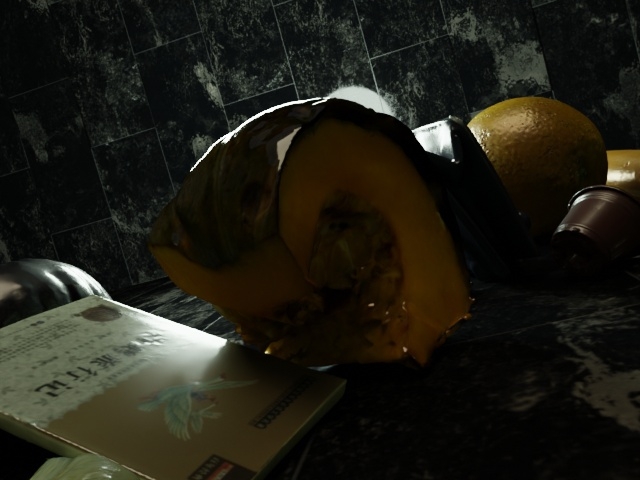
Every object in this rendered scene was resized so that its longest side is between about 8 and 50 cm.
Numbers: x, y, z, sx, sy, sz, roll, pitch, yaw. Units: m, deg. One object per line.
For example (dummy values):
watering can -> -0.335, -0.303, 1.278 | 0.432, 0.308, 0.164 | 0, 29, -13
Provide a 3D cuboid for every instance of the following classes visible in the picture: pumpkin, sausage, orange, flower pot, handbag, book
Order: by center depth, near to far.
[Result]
book -> -0.159, 0.121, 0.535 | 0.311, 0.021, 0.217 | 14, 16, 22
pumpkin -> 0.000, 0.000, 0.646 | 0.226, 0.303, 0.256 | -14, 38, 36
pumpkin -> -0.391, 0.106, 0.731 | 0.296, 0.295, 0.296 | -15, 4, 1
flower pot -> 0.341, -0.003, 0.769 | 0.089, 0.111, 0.111 | -36, 14, -28
handbag -> 0.211, -0.054, 0.959 | 0.118, 0.269, 0.325 | -35, 8, -1
orange -> 0.373, -0.129, 1.118 | 0.275, 0.274, 0.274 | -15, 4, 1
sausage -> 0.610, -0.124, 1.221 | 0.134, 0.115, 0.354 | -6, 6, -15

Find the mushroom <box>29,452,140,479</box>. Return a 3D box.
mushroom -> -0.122, 0.159, 0.291 | 0.107, 0.087, 0.333 | -44, 9, -13

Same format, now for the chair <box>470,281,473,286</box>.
chair -> 0.102, 0.019, 0.925 | 0.160, 0.170, 0.325 | -14, -2, -3
